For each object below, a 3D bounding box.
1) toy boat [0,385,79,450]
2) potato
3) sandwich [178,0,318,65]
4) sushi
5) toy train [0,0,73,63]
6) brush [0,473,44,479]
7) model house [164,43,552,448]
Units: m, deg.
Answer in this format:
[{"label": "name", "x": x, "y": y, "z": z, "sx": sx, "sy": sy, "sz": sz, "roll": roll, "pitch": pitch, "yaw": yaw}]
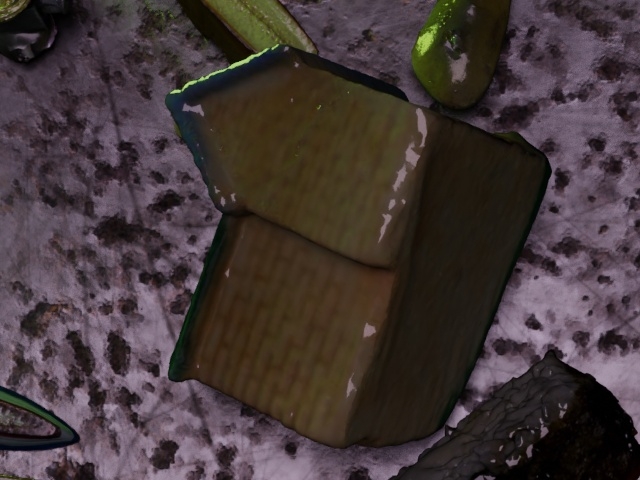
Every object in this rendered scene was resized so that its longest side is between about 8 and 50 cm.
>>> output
[{"label": "toy boat", "x": -0.398, "y": 0.206, "z": 1.839, "sx": 0.228, "sy": 0.046, "sz": 0.080, "roll": 13, "pitch": 76, "yaw": 11}, {"label": "potato", "x": 0.174, "y": -0.247, "z": 1.863, "sx": 0.105, "sy": 0.085, "sz": 0.188, "roll": 24, "pitch": 76, "yaw": 9}, {"label": "sandwich", "x": -0.101, "y": -0.280, "z": 1.900, "sx": 0.090, "sy": 0.088, "sz": 0.244, "roll": -39, "pitch": 72, "yaw": -13}, {"label": "sushi", "x": 0.194, "y": 0.282, "z": 1.674, "sx": 0.343, "sy": 0.196, "sz": 0.182, "roll": -41, "pitch": 92, "yaw": -3}, {"label": "toy train", "x": -0.432, "y": -0.318, "z": 1.921, "sx": 0.260, "sy": 0.134, "sz": 0.177, "roll": -3, "pitch": 68, "yaw": 5}, {"label": "brush", "x": -0.373, "y": 0.369, "z": 1.790, "sx": 0.123, "sy": 0.059, "sz": 0.197, "roll": 8, "pitch": 79, "yaw": 5}, {"label": "model house", "x": 0.000, "y": 0.000, "z": 1.729, "sx": 0.342, "sy": 0.334, "sz": 0.382, "roll": 22, "pitch": 96, "yaw": 30}]
